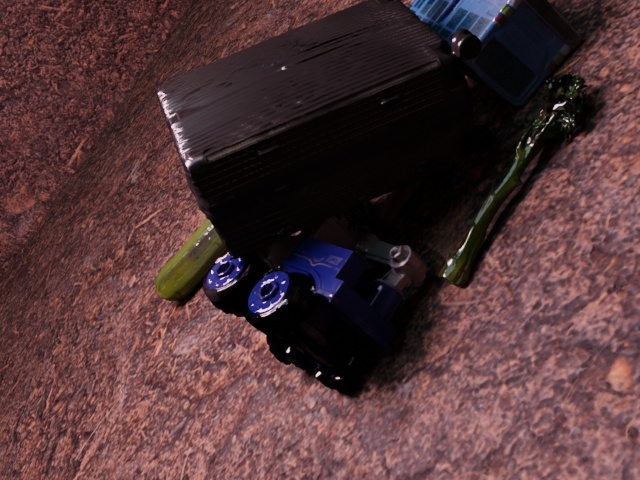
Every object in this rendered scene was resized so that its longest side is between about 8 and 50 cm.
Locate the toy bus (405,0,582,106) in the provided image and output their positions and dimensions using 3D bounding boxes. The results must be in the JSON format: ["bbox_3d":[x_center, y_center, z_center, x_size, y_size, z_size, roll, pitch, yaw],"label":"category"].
[{"bbox_3d":[0.196,-0.263,1.053,0.133,0.116,0.234,-52,28,11],"label":"toy bus"}]

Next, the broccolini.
[{"bbox_3d":[0.209,-0.060,0.896,0.057,0.071,0.254,27,88,22],"label":"broccolini"}]

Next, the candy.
[{"bbox_3d":[0.033,-0.022,1.106,0.094,0.051,0.226,-46,28,28],"label":"candy"}]

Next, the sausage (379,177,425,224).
[{"bbox_3d":[0.117,-0.078,1.065,0.132,0.024,0.024,-55,26,-1],"label":"sausage"}]

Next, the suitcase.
[{"bbox_3d":[-0.004,-0.147,0.978,0.335,0.152,0.229,-23,37,-5],"label":"suitcase"}]

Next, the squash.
[{"bbox_3d":[-0.192,0.013,1.419,0.229,0.066,0.066,-49,26,11],"label":"squash"}]

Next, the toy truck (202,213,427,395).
[{"bbox_3d":[-0.005,0.048,0.954,0.213,0.161,0.177,19,69,52],"label":"toy truck"}]
